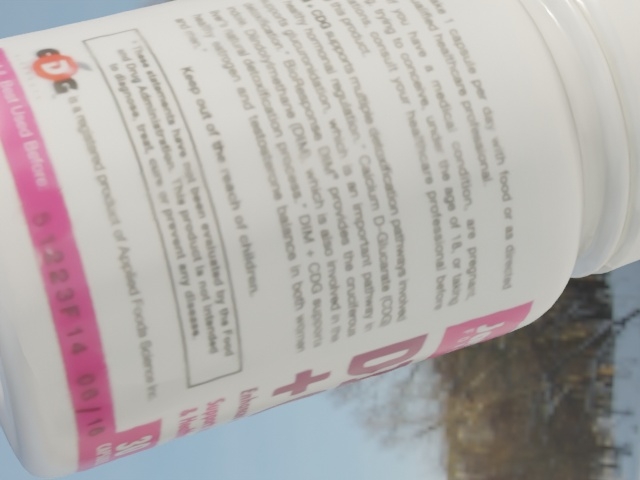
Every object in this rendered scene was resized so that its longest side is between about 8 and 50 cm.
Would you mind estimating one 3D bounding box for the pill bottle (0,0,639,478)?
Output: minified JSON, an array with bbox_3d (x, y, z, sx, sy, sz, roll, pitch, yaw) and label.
[{"bbox_3d":[0.000,-0.024,0.550,0.160,0.283,0.160,164,90,-73],"label":"pill bottle"}]
